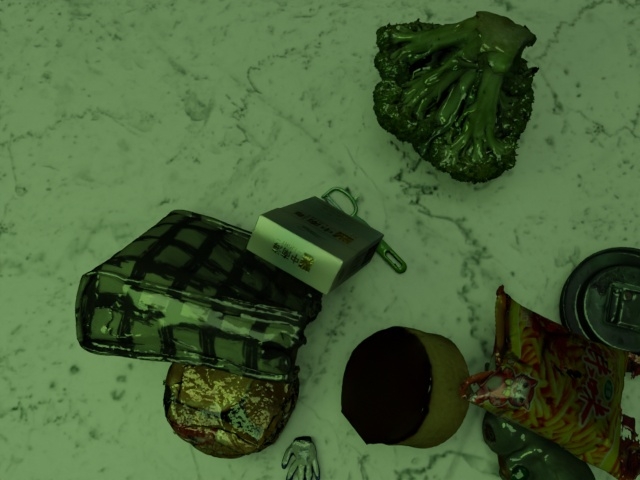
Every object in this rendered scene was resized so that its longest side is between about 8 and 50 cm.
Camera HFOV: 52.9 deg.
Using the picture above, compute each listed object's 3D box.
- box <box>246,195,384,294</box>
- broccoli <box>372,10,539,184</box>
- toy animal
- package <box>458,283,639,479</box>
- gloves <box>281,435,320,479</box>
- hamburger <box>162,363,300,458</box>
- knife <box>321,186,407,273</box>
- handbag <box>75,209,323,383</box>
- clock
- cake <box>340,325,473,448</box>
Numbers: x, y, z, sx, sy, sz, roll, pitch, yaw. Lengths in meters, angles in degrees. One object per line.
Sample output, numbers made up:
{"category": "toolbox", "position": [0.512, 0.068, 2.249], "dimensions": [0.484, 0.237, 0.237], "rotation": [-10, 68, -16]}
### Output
{"category": "box", "position": [0.000, 0.000, 1.074], "dimensions": [0.155, 0.243, 0.067], "rotation": [28, 108, 12]}
{"category": "broccoli", "position": [0.237, -0.262, 1.108], "dimensions": [0.321, 0.283, 0.304], "rotation": [15, 65, -10]}
{"category": "toy animal", "position": [0.327, 0.321, 1.040], "dimensions": [0.125, 0.127, 0.251], "rotation": [-34, 60, 7]}
{"category": "package", "position": [0.364, 0.214, 0.996], "dimensions": [0.288, 0.108, 0.223], "rotation": [29, 56, -1]}
{"category": "gloves", "position": [-0.034, 0.378, 1.089], "dimensions": [0.064, 0.026, 0.086], "rotation": [-8, 79, 4]}
{"category": "hamburger", "position": [-0.149, 0.253, 1.092], "dimensions": [0.230, 0.107, 0.231], "rotation": [-2, 71, 7]}
{"category": "knife", "position": [0.089, -0.024, 1.190], "dimensions": [0.054, 0.015, 0.212], "rotation": [-40, 75, -8]}
{"category": "handbag", "position": [-0.164, 0.082, 1.030], "dimensions": [0.326, 0.325, 0.163], "rotation": [15, 110, 4]}
{"category": "clock", "position": [0.520, 0.119, 1.101], "dimensions": [0.214, 0.042, 0.215], "rotation": [-1, 75, 5]}
{"category": "cake", "position": [0.159, 0.245, 1.048], "dimensions": [0.207, 0.178, 0.185], "rotation": [-34, 49, 29]}
